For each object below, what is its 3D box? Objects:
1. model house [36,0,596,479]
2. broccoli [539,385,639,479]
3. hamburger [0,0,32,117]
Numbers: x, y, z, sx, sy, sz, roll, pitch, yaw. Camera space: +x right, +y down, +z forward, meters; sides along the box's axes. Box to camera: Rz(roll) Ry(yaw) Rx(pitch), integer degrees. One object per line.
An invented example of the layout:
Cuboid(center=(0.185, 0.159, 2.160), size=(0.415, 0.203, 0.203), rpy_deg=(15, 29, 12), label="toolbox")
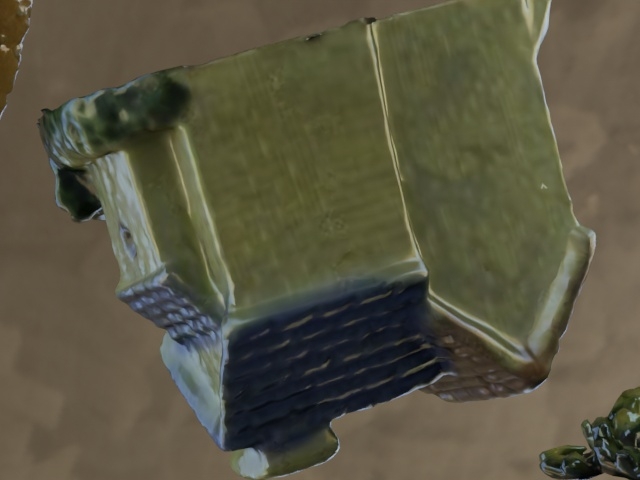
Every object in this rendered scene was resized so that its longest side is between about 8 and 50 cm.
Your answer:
Cuboid(center=(0.000, 0.000, 1.168), size=(0.321, 0.266, 0.261), rpy_deg=(-17, -1, -21), label="model house")
Cuboid(center=(0.307, 0.223, 1.181), size=(0.324, 0.272, 0.334), rpy_deg=(6, -55, -8), label="broccoli")
Cuboid(center=(-0.290, -0.125, 1.104), size=(0.208, 0.135, 0.155), rpy_deg=(21, -102, -56), label="hamburger")
